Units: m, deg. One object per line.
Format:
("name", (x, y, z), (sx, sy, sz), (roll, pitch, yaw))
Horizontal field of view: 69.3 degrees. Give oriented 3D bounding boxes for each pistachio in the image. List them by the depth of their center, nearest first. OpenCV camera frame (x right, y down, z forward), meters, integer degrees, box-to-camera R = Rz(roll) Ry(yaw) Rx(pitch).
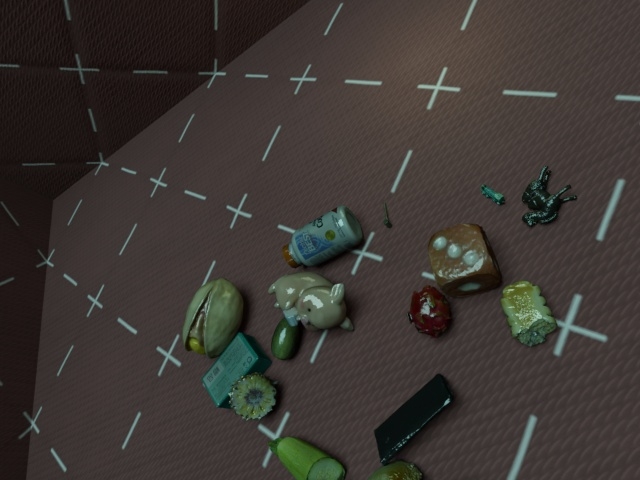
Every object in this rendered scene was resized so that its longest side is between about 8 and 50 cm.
("pistachio", (-0.423, 0.299, 1.823), (0.229, 0.230, 0.309), (4, 63, 35))

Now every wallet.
("wallet", (0.265, 0.510, 1.341), (0.285, 0.030, 0.146), (-46, 8, 9))

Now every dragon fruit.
("dragon fruit", (0.333, 0.209, 1.418), (0.136, 0.133, 0.166), (-8, 54, 22))

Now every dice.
("dice", (0.433, 0.059, 1.392), (0.173, 0.175, 0.179), (-19, 56, 26))

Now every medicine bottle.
("medicine bottle", (0.000, 0.000, 1.719), (0.288, 0.157, 0.157), (-28, 56, 20))

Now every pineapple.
("pineapple", (-0.244, 0.543, 1.652), (0.137, 0.175, 0.162), (170, 94, -73))

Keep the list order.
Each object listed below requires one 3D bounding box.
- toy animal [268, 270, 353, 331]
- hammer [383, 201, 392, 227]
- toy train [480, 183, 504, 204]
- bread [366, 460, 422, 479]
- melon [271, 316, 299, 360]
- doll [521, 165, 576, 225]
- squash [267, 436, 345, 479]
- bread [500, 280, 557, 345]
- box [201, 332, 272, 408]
("toy animal", (-0.035, 0.212, 1.611), (0.212, 0.195, 0.256), (-25, 37, -17))
("hammer", (0.238, -0.097, 1.688), (0.019, 0.035, 0.110), (-23, 49, 23))
("toy train", (0.551, -0.148, 1.488), (0.029, 0.045, 0.092), (-46, 54, 5))
("bread", (0.183, 0.750, 1.223), (0.171, 0.192, 0.314), (-20, 53, 47))
("melon", (-0.125, 0.352, 1.678), (0.099, 0.099, 0.162), (10, 79, 37))
("doll", (0.667, -0.122, 1.394), (0.165, 0.057, 0.139), (-45, 54, 15))
("squash", (-0.064, 0.687, 1.474), (0.287, 0.137, 0.137), (24, 84, 41))
("bread", (0.576, 0.199, 1.287), (0.119, 0.084, 0.177), (-22, 58, 22))
("box", (-0.318, 0.493, 1.751), (0.245, 0.092, 0.153), (-50, 50, 4))
